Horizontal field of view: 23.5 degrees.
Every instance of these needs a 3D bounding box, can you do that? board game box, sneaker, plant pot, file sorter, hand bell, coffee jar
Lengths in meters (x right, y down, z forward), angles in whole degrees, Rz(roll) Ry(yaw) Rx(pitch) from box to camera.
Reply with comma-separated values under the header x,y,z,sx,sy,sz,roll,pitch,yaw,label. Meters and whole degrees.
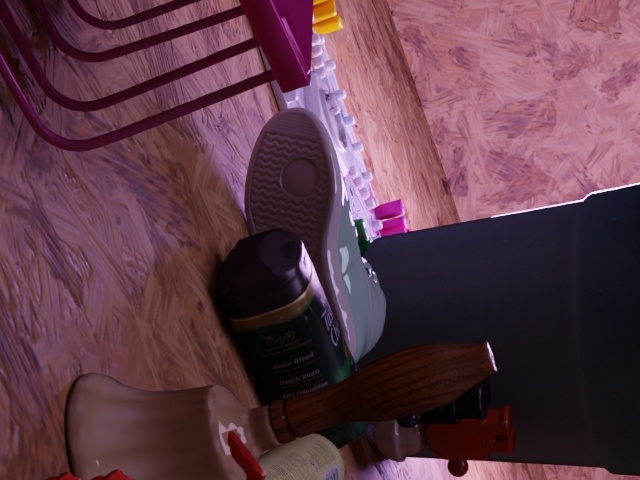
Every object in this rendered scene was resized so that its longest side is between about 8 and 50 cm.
x,y,z,sx,sy,sz,roll,pitch,yaw,label
0.019,-0.150,1.932,0.390,0.050,0.390,-29,101,-79,board game box
0.000,0.001,1.496,0.151,0.094,0.255,-8,90,-73,sneaker
0.228,0.106,1.701,0.341,0.334,0.341,-5,90,-72,plant pot
-0.125,-0.217,1.028,0.290,0.182,0.202,-89,157,-60,file sorter
-0.013,0.106,0.912,0.126,0.242,0.126,-17,90,-79,hand bell
-0.023,0.085,1.308,0.096,0.079,0.184,-85,154,-62,coffee jar

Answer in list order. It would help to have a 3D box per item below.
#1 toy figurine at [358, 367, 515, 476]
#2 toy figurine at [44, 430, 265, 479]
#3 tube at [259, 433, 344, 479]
x,y,z,sx,sy,sz,roll,pitch,yaw,label
0.099,0.231,1.477,0.213,0.148,0.209,49,41,-65,toy figurine
-0.119,0.221,0.550,0.191,0.217,0.362,57,-31,-6,toy figurine
-0.042,0.195,1.126,0.070,0.062,0.240,30,13,10,tube
